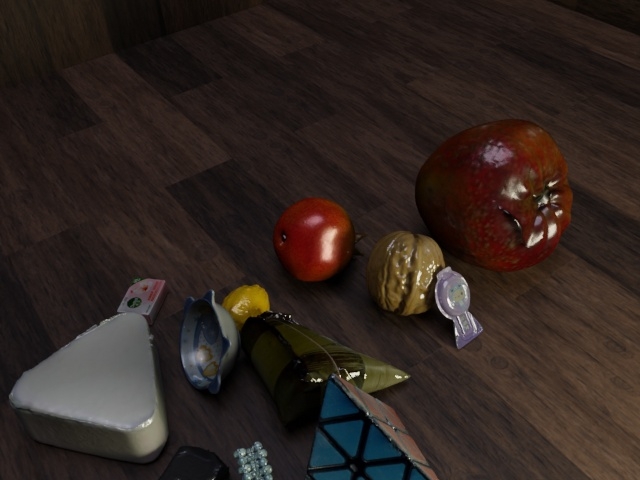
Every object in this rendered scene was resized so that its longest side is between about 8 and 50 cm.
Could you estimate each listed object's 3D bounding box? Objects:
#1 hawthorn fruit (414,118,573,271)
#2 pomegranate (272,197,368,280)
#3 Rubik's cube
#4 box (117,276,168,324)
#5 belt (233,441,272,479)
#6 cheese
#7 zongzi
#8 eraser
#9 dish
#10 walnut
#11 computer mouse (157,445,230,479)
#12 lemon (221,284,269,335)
[{"bbox_3d":[0.433,-0.109,1.721,0.402,0.403,0.403,-2,42,2],"label":"hawthorn fruit"},{"bbox_3d":[0.000,0.000,1.735,0.256,0.221,0.221,9,36,-27],"label":"pomegranate"},{"bbox_3d":[0.092,0.403,1.277,0.228,0.233,0.229,8,60,-17],"label":"Rubik's cube"},{"bbox_3d":[-0.457,0.156,1.705,0.089,0.043,0.125,4,42,8],"label":"box"},{"bbox_3d":[-0.111,0.494,1.275,0.065,0.100,0.179,-17,47,-9],"label":"belt"},{"bbox_3d":[0.325,0.155,1.572,0.105,0.191,0.042,-30,13,-27],"label":"cheese"},{"bbox_3d":[0.003,0.261,1.515,0.317,0.154,0.289,-4,35,-30],"label":"zongzi"},{"bbox_3d":[-0.501,0.335,1.438,0.331,0.150,0.331,0,43,0],"label":"eraser"},{"bbox_3d":[-0.233,0.232,1.513,0.086,0.228,0.236,4,71,-39],"label":"dish"},{"bbox_3d":[0.208,0.084,1.629,0.213,0.213,0.213,-2,42,2],"label":"walnut"},{"bbox_3d":[-0.273,0.499,1.294,0.122,0.073,0.217,20,41,20],"label":"computer mouse"},{"bbox_3d":[-0.184,0.168,1.623,0.114,0.114,0.155,14,40,18],"label":"lemon"}]
